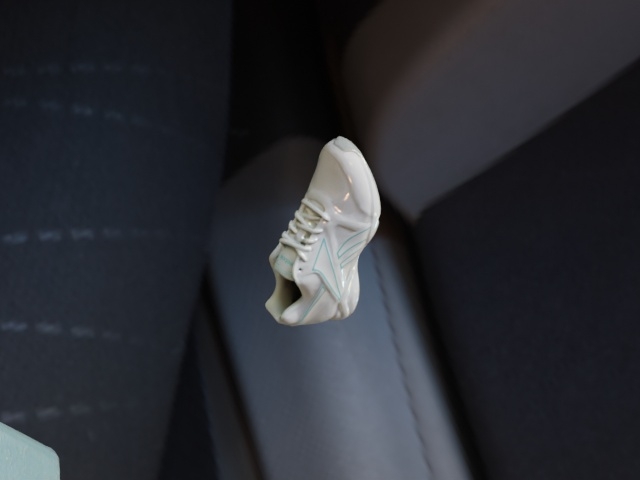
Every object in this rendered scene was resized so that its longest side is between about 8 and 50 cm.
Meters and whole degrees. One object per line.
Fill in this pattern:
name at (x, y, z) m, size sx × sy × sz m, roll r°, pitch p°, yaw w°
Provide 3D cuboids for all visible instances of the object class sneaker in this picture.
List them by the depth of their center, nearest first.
sneaker at (0.000, 0.000, 1.084) m, size 0.061 × 0.053 × 0.152 m, roll -15°, pitch 131°, yaw -32°

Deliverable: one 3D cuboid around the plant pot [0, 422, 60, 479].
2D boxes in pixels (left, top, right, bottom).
plant pot at (-0.330, 0.220, 1.011) m, size 0.247 × 0.247 × 0.252 m, roll -9°, pitch 151°, yaw 10°
